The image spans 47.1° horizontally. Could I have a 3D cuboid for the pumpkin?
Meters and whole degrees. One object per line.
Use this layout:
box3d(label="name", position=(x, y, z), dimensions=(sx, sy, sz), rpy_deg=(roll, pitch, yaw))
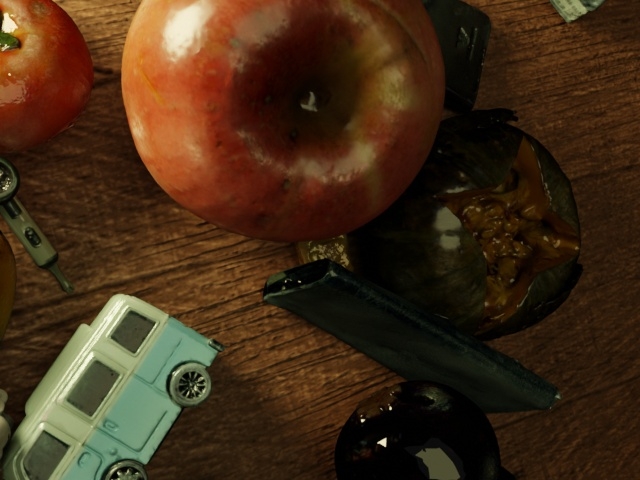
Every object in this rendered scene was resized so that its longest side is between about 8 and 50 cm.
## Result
box3d(label="pumpkin", position=(0.207, -0.014, 1.000), dimensions=(0.321, 0.192, 0.320), rpy_deg=(-1, 92, -30))

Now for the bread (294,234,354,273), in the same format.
box3d(label="bread", position=(0.000, 0.000, 1.001), dimensions=(0.074, 0.053, 0.132), rpy_deg=(-11, 89, -22))

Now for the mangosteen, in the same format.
box3d(label="mangosteen", position=(0.133, 0.295, 0.952), dimensions=(0.243, 0.243, 0.242), rpy_deg=(1, 87, -21))

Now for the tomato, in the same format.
box3d(label="tomato", position=(-0.365, -0.205, 0.813), dimensions=(0.225, 0.085, 0.224), rpy_deg=(9, 61, -18))

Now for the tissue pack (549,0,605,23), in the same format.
box3d(label="tissue pack", position=(0.382, -0.502, 1.162), dimensions=(0.257, 0.081, 0.185), rpy_deg=(44, 73, -12))

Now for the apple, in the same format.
box3d(label="apple", position=(-0.046, -0.180, 0.849), dimensions=(0.364, 0.364, 0.363), rpy_deg=(1, 87, -21))

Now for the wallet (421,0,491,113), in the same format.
box3d(label="wallet", position=(0.109, -0.314, 1.066), dimensions=(0.318, 0.045, 0.172), rpy_deg=(19, 82, -21))

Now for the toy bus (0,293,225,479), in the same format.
box3d(label="toy bus", position=(-0.250, 0.202, 0.853), dimensions=(0.165, 0.133, 0.271), rpy_deg=(35, 73, -11))

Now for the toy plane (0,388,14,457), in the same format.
box3d(label="toy plane", position=(-0.389, 0.235, 0.779), dimensions=(0.080, 0.174, 0.174), rpy_deg=(35, 76, -23))

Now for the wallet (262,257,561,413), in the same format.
box3d(label="wallet", position=(0.114, 0.134, 0.964), dimensions=(0.379, 0.191, 0.046), rpy_deg=(31, 63, -20))

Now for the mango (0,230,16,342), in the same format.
box3d(label="mango", position=(-0.447, 0.097, 0.777), dimensions=(0.193, 0.146, 0.316), rpy_deg=(28, 88, -14))

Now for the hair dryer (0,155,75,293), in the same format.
box3d(label="hair dryer", position=(-0.344, -0.015, 0.858), dimensions=(0.057, 0.100, 0.197), rpy_deg=(-38, 115, -18))
